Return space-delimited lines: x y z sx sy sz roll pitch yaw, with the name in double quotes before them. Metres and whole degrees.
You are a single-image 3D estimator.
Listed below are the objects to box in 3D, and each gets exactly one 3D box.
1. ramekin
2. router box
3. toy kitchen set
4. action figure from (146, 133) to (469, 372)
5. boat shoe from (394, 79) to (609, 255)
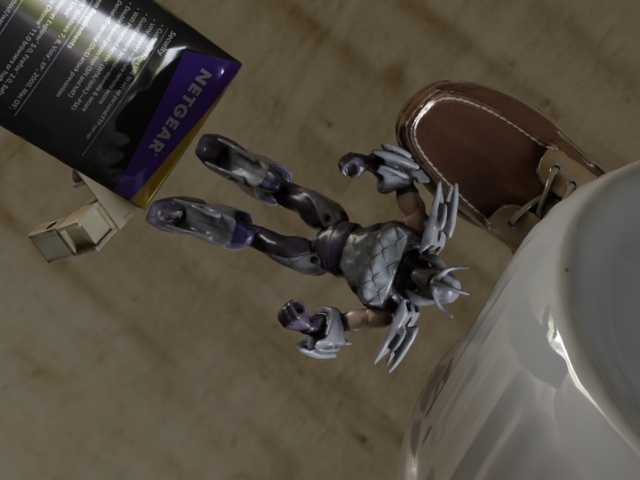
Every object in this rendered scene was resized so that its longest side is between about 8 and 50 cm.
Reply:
"ramekin" 0.168 0.078 0.430 0.273 0.273 0.127 36 -43 27
"router box" -0.203 -0.149 0.564 0.243 0.081 0.309 32 4 -35
"toy kitchen set" -0.217 -0.036 1.084 0.075 0.083 0.068 -13 -62 40
"action figure" 0.000 0.000 1.019 0.285 0.185 0.099 22 -6 29
"boat shoe" 0.208 -0.026 1.038 0.324 0.123 0.116 33 6 -14
